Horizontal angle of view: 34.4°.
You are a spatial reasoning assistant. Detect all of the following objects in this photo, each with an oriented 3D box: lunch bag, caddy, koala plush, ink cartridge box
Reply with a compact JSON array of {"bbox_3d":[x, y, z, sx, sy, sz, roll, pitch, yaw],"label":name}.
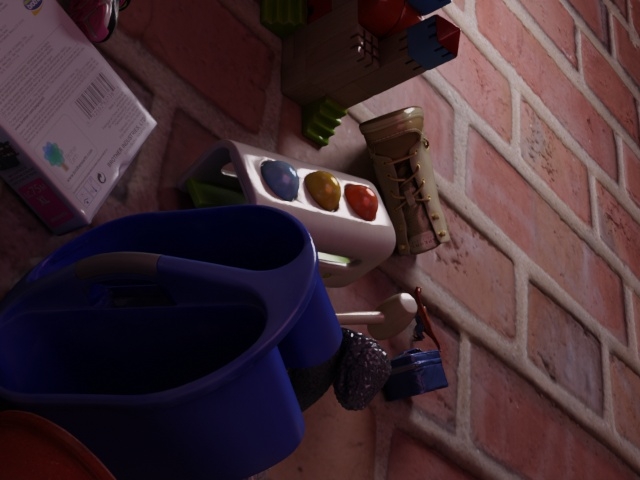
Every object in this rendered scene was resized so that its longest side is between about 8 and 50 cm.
[{"bbox_3d":[0.134,0.187,1.469,0.098,0.067,0.065,-2,75,-54],"label":"lunch bag"},{"bbox_3d":[-0.147,0.079,0.940,0.179,0.341,0.241,64,35,-35],"label":"caddy"},{"bbox_3d":[-0.076,0.168,1.143,0.196,0.203,0.221,44,63,-18],"label":"koala plush"},{"bbox_3d":[-0.316,-0.177,1.064,0.311,0.065,0.186,54,37,-25],"label":"ink cartridge box"}]

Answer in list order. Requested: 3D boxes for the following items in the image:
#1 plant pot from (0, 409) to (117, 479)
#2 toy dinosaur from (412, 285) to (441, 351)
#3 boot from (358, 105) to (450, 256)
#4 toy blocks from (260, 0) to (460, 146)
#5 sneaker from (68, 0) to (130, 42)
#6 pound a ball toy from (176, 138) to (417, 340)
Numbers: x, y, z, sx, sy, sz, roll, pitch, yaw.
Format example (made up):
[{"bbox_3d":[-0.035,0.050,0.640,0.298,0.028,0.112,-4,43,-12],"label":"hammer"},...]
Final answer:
[{"bbox_3d":[-0.281,0.297,0.720,0.265,0.272,0.273,-24,93,-47],"label":"plant pot"},{"bbox_3d":[0.154,0.109,1.532,0.047,0.090,0.082,-51,159,-40],"label":"toy dinosaur"},{"bbox_3d":[0.128,-0.081,1.521,0.262,0.095,0.204,33,43,-83],"label":"boot"},{"bbox_3d":[0.073,-0.360,1.498,0.190,0.260,0.382,28,52,-43],"label":"toy blocks"},{"bbox_3d":[-0.246,-0.282,1.190,0.074,0.063,0.170,33,30,-43],"label":"sneaker"},{"bbox_3d":[0.000,0.000,1.287,0.319,0.135,0.208,12,48,-49],"label":"pound a ball toy"}]
